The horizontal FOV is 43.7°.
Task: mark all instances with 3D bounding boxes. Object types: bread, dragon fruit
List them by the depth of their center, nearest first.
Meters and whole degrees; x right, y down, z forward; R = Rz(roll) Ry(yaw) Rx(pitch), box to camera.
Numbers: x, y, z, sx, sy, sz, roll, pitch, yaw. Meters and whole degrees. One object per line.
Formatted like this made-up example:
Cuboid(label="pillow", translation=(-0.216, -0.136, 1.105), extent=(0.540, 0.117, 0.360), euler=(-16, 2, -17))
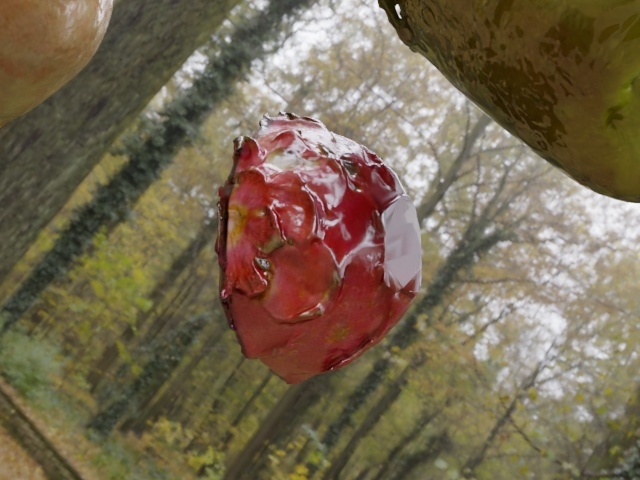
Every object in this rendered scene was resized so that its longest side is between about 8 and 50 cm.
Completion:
Cuboid(label="bread", translation=(0.200, -0.190, 0.654), extent=(0.376, 0.208, 0.251), euler=(55, -5, 42))
Cuboid(label="dragon fruit", translation=(0.000, 0.000, 0.726), extent=(0.163, 0.190, 0.261), euler=(151, -69, -85))

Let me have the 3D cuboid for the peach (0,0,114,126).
Cuboid(label="peach", translation=(-0.240, -0.161, 0.444), extent=(0.252, 0.252, 0.252), euler=(33, -17, 12))
